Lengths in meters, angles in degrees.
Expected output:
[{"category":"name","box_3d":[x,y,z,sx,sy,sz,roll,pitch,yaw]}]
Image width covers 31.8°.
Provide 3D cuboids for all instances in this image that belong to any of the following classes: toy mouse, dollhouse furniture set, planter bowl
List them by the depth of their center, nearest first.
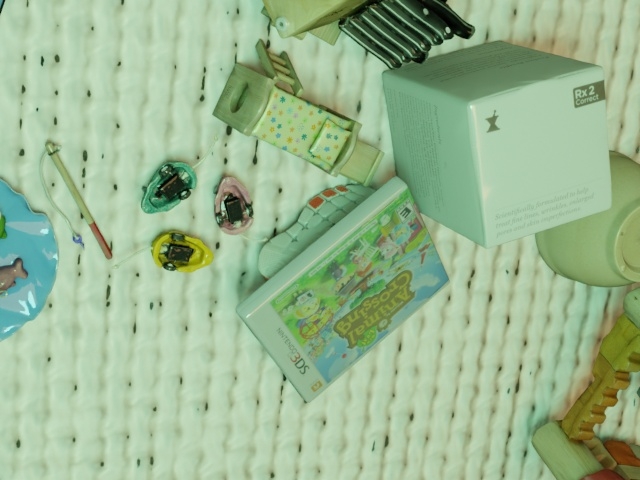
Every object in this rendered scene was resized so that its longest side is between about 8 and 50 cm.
[{"category":"dollhouse furniture set","box_3d":[0.020,-0.150,1.101,0.182,0.101,0.160,22,97,-29]},{"category":"toy mouse","box_3d":[-0.122,-0.039,1.114,0.161,0.031,0.143,4,106,-26]},{"category":"planter bowl","box_3d":[0.344,-0.014,1.291,0.162,0.109,0.162,-8,110,-22]}]

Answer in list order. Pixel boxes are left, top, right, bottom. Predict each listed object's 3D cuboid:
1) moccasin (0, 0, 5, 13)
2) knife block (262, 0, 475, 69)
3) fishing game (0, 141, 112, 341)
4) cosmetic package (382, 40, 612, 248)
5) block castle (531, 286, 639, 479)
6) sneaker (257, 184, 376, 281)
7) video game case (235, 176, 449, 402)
[{"category":"moccasin","box_3d":[-0.289,-0.238,0.921,0.138,0.117,0.341,5,105,-26]},{"category":"knife block","box_3d":[0.033,-0.290,1.053,0.242,0.088,0.275,-31,95,-47]},{"category":"fishing game","box_3d":[-0.332,0.023,1.037,0.264,0.041,0.189,-29,120,-13]},{"category":"cosmetic package","box_3d":[0.177,-0.104,1.141,0.151,0.184,0.151,-17,114,-18]},{"category":"block castle","box_3d":[0.510,0.247,1.350,0.453,0.213,0.303,13,117,-32]},{"category":"sneaker","box_3d":[0.000,0.000,1.181,0.158,0.061,0.065,-34,149,-17]},{"category":"video game case","box_3d":[0.032,0.057,1.182,0.212,0.023,0.193,-40,142,-8]}]
